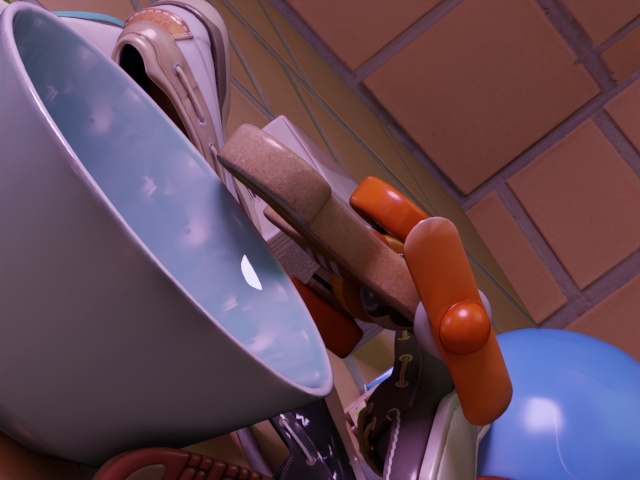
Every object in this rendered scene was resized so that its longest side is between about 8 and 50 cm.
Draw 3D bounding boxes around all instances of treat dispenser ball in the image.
[{"bbox_3d":[0.222,0.231,1.627,0.288,0.288,0.288,50,10,-12],"label":"treat dispenser ball"}]

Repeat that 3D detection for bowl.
[{"bbox_3d":[-0.150,0.019,1.032,0.311,0.163,0.311,51,9,-11],"label":"bowl"}]

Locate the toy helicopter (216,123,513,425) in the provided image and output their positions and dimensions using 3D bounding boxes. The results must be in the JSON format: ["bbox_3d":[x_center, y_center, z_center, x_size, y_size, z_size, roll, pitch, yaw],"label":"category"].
[{"bbox_3d":[0.033,0.017,1.253,0.235,0.140,0.355,37,-3,33],"label":"toy helicopter"}]

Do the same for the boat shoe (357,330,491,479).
[{"bbox_3d":[0.086,0.160,1.405,0.324,0.096,0.116,-64,148,-63],"label":"boat shoe"}]

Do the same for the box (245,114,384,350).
[{"bbox_3d":[0.000,0.000,1.866,0.121,0.148,0.311,58,10,32],"label":"box"}]

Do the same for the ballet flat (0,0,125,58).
[{"bbox_3d":[-0.245,-0.120,1.284,0.139,0.139,0.400,55,14,15],"label":"ballet flat"}]

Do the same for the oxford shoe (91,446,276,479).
[{"bbox_3d":[-0.041,0.224,1.062,0.130,0.123,0.348,21,-17,51],"label":"oxford shoe"}]

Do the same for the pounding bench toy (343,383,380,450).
[{"bbox_3d":[0.077,0.188,1.717,0.052,0.083,0.065,44,12,-42],"label":"pounding bench toy"}]

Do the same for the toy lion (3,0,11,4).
[{"bbox_3d":[-0.288,-0.193,1.371,0.034,0.100,0.096,33,19,16],"label":"toy lion"}]

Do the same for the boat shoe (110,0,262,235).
[{"bbox_3d":[-0.123,-0.044,1.357,0.103,0.113,0.302,-40,126,-57],"label":"boat shoe"}]

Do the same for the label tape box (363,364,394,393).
[{"bbox_3d":[0.188,0.237,1.977,0.249,0.115,0.347,54,8,9],"label":"label tape box"}]

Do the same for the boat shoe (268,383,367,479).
[{"bbox_3d":[-0.001,0.202,1.372,0.084,0.079,0.233,99,-29,-71],"label":"boat shoe"}]
